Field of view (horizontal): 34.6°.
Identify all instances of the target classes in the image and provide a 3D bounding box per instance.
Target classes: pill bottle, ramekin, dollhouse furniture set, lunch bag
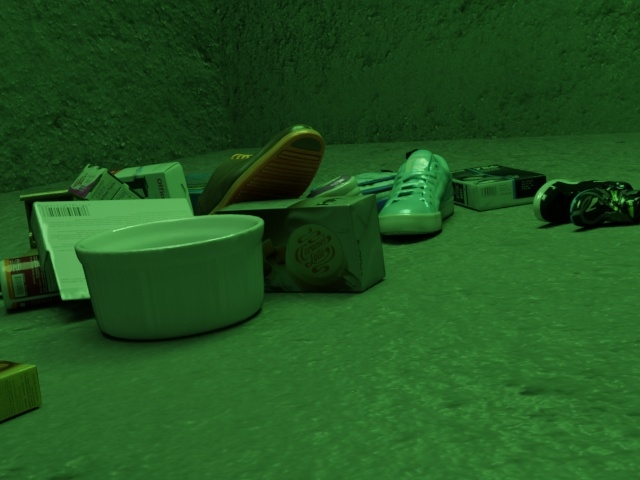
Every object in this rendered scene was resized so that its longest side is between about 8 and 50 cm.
[{"bbox_3d":[-0.464,0.064,1.748,0.152,0.086,0.086,-9,10,-16],"label":"pill bottle"},{"bbox_3d":[-0.213,0.051,1.519,0.277,0.135,0.277,-6,10,1],"label":"ramekin"},{"bbox_3d":[-0.516,-0.001,1.932,0.212,0.161,0.242,-7,10,-4],"label":"dollhouse furniture set"},{"bbox_3d":[0.104,-0.095,2.273,0.219,0.090,0.176,-14,15,-30],"label":"lunch bag"}]

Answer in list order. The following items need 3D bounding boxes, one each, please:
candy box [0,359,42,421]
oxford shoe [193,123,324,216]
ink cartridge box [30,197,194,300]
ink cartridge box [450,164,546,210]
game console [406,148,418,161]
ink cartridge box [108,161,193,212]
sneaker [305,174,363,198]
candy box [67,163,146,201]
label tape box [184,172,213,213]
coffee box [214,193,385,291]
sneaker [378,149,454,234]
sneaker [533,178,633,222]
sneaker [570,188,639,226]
[{"bbox_3d":[-0.420,0.184,1.142,0.109,0.053,0.187,2,12,39],"label":"candy box"},{"bbox_3d":[-0.126,-0.110,1.791,0.130,0.132,0.364,10,-36,-38],"label":"oxford shoe"},{"bbox_3d":[-0.326,0.026,1.727,0.275,0.060,0.239,-3,44,-26],"label":"ink cartridge box"},{"bbox_3d":[0.369,-0.125,2.337,0.165,0.065,0.333,-10,10,-14],"label":"ink cartridge box"},{"bbox_3d":[0.238,-0.147,2.364,0.071,0.122,0.107,-14,12,-36],"label":"game console"},{"bbox_3d":[-0.372,-0.089,2.171,0.175,0.127,0.072,-5,18,23],"label":"ink cartridge box"},{"bbox_3d":[0.000,0.000,1.784,0.114,0.152,0.305,-33,0,-28],"label":"sneaker"},{"bbox_3d":[-0.347,-0.044,1.925,0.071,0.233,0.159,-54,23,-9],"label":"candy box"},{"bbox_3d":[-0.290,-0.086,2.420,0.241,0.106,0.334,-1,12,26],"label":"label tape box"},{"bbox_3d":[-0.033,0.004,1.642,0.246,0.141,0.098,0,13,29],"label":"coffee box"},{"bbox_3d":[0.185,-0.101,2.067,0.135,0.150,0.366,-5,10,15],"label":"sneaker"},{"bbox_3d":[0.508,-0.081,1.935,0.217,0.079,0.121,-13,10,-39],"label":"sneaker"},{"bbox_3d":[0.536,-0.063,1.855,0.188,0.067,0.078,-6,3,-15],"label":"sneaker"}]
